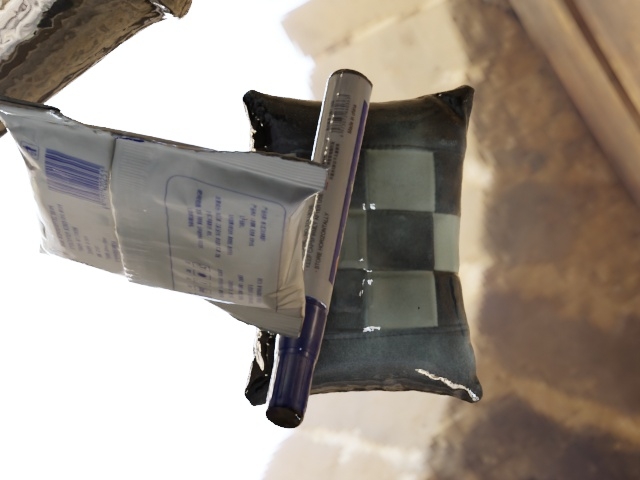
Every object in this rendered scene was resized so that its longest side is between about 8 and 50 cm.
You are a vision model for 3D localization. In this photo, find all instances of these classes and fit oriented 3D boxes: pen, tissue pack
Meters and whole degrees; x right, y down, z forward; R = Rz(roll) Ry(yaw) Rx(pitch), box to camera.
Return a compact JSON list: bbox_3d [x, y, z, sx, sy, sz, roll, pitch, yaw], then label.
[{"bbox_3d":[0.000,0.000,0.868,0.025,0.025,0.204,90,9,-55],"label":"pen"},{"bbox_3d":[-0.062,-0.006,0.701,0.122,0.026,0.193,13,-18,1],"label":"tissue pack"}]

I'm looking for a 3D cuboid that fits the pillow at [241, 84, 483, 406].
[{"bbox_3d":[0.032,0.003,1.365,0.106,0.186,0.250,136,-45,-83],"label":"pillow"}]

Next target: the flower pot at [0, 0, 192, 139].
[{"bbox_3d":[-0.314,-0.205,1.426,0.379,0.251,0.379,36,-3,2],"label":"flower pot"}]
